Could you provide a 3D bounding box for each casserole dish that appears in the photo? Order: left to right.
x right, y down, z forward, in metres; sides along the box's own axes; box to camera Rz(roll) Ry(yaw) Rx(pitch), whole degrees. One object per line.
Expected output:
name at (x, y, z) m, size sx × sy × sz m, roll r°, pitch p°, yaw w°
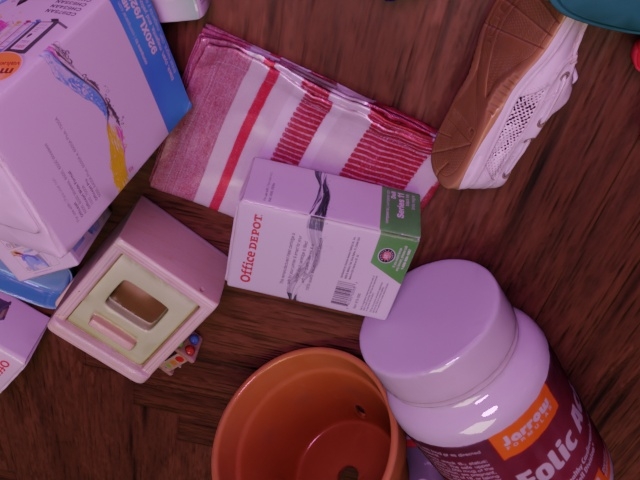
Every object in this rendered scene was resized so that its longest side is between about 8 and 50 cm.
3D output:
casserole dish at (-0.441, 0.033, 1.002) m, size 0.188 × 0.037 × 0.114 m, roll 23°, pitch 129°, yaw -11°

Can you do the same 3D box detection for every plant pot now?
plant pot at (0.010, 0.337, 1.045) m, size 0.291 × 0.290 × 0.203 m, roll -13°, pitch 142°, yaw 19°

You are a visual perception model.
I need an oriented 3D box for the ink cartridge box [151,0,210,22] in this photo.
ink cartridge box at (-0.237, -0.305, 0.679) m, size 0.225 × 0.056 × 0.181 m, roll -3°, pitch 128°, yaw 9°

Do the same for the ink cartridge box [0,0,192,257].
ink cartridge box at (-0.277, -0.134, 0.669) m, size 0.171 × 0.232 × 0.168 m, roll 13°, pitch 143°, yaw 22°

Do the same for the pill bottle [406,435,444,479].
pill bottle at (0.155, 0.476, 1.115) m, size 0.161 × 0.283 × 0.161 m, roll 4°, pitch 130°, yaw 5°

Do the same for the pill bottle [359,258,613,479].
pill bottle at (0.228, 0.223, 0.932) m, size 0.224 × 0.224 × 0.392 m, roll -22°, pitch 124°, yaw 24°

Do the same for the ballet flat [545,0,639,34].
ballet flat at (0.395, -0.246, 0.550) m, size 0.483 × 0.182 × 0.164 m, roll 5°, pitch 162°, yaw -5°

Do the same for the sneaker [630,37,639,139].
sneaker at (0.403, -0.114, 0.725) m, size 0.118 × 0.107 × 0.279 m, roll -10°, pitch 126°, yaw 39°

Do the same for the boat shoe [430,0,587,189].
boat shoe at (0.212, -0.169, 0.702) m, size 0.096 × 0.098 × 0.277 m, roll 5°, pitch 132°, yaw -25°

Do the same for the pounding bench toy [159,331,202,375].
pounding bench toy at (-0.235, 0.155, 1.061) m, size 0.065 × 0.052 × 0.083 m, roll -32°, pitch 118°, yaw 30°

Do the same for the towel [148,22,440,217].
towel at (-0.026, -0.090, 0.835) m, size 0.329 × 0.037 × 0.237 m, roll 22°, pitch 130°, yaw -10°

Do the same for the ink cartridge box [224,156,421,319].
ink cartridge box at (0.000, 0.000, 0.832) m, size 0.208 × 0.086 × 0.153 m, roll 13°, pitch 134°, yaw -4°

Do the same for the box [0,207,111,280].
box at (-0.375, -0.067, 0.857) m, size 0.103 × 0.114 × 0.203 m, roll -14°, pitch 126°, yaw 21°

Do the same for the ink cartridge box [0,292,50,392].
ink cartridge box at (-0.572, 0.134, 1.065) m, size 0.237 × 0.100 × 0.172 m, roll 37°, pitch 126°, yaw -19°

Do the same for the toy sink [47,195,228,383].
toy sink at (-0.257, 0.087, 0.926) m, size 0.153 × 0.131 × 0.234 m, roll 38°, pitch 114°, yaw -18°
